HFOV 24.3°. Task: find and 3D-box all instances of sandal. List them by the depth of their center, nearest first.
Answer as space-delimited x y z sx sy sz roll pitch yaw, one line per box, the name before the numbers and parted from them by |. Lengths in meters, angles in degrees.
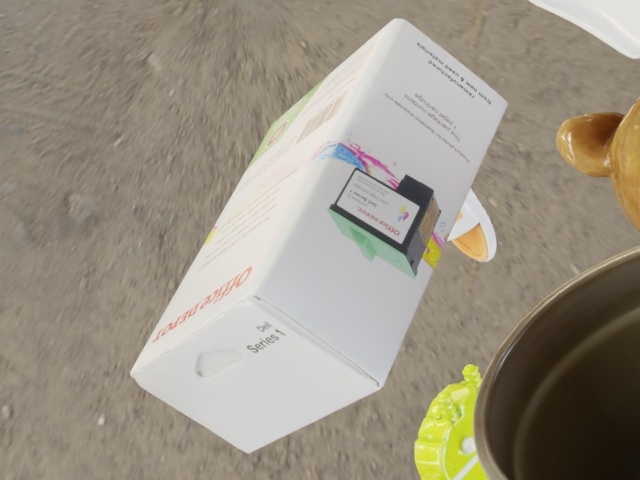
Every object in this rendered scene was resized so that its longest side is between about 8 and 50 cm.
sandal | 0.106 -0.074 1.745 0.076 0.102 0.265 -37 99 -21

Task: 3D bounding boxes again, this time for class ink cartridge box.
ink cartridge box | 0.000 0.000 1.108 0.117 0.201 0.278 37 55 -14

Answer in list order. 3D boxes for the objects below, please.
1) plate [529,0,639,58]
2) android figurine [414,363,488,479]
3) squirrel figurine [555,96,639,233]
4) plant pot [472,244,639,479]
plate | 0.340 -0.326 1.481 0.045 0.278 0.277 26 102 -26
android figurine | 0.200 0.287 1.840 0.056 0.248 0.272 2 117 41
squirrel figurine | 0.305 -0.158 0.910 0.370 0.281 0.397 -36 122 -27
plant pot | 0.315 0.194 1.141 0.323 0.323 0.280 -27 120 2
